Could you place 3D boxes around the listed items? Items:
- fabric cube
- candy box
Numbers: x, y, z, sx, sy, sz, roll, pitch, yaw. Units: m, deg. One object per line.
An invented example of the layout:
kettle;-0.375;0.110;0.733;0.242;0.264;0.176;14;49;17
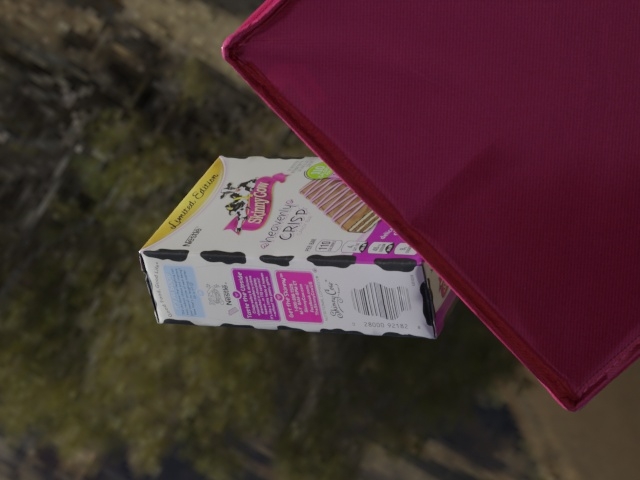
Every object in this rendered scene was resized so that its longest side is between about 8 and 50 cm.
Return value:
fabric cube;0.135;-0.111;0.918;0.259;0.254;0.258;46;-166;-4
candy box;0.000;0.000;1.327;0.233;0.159;0.071;1;121;23
